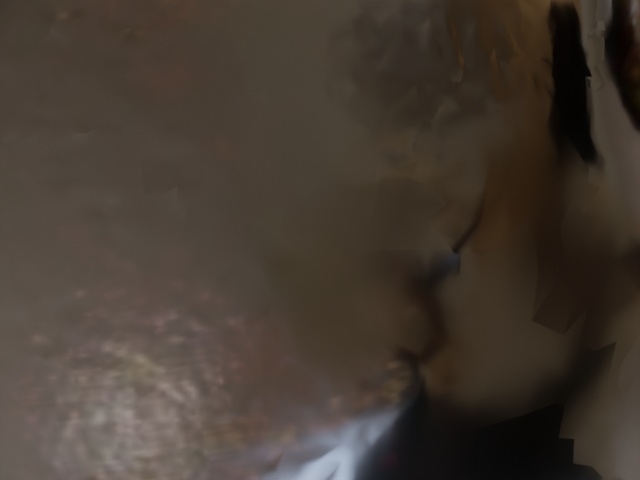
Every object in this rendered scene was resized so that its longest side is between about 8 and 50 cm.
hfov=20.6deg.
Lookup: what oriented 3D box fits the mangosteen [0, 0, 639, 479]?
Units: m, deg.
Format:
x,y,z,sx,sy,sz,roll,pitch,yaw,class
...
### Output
x,y,z,sx,sy,sz,roll,pitch,yaw,class
-0.009,0.010,0.529,0.313,0.297,0.297,32,108,14,mangosteen
